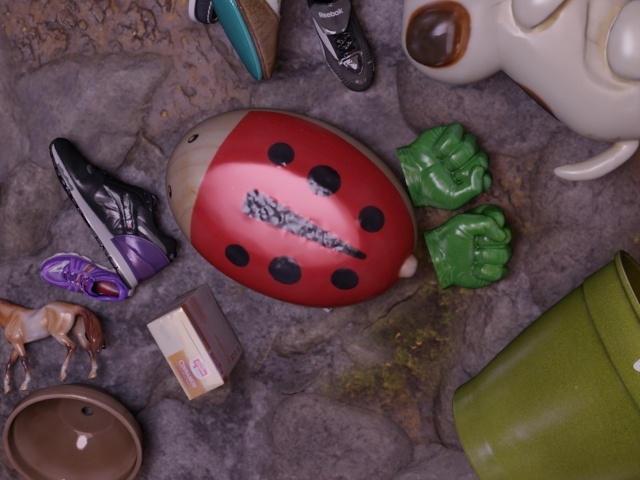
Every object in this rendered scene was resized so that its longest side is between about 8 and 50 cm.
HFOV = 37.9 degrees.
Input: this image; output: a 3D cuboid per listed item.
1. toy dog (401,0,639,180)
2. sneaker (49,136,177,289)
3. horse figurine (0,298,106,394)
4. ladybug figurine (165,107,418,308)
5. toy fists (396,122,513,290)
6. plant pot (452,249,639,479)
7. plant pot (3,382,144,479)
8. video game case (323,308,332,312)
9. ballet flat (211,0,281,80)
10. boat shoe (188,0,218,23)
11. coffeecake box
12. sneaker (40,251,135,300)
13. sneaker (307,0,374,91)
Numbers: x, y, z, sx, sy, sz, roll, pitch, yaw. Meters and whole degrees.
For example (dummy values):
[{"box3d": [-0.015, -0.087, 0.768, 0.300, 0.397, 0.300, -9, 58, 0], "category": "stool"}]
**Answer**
[{"box3d": [0.325, -0.317, 1.412, 0.408, 0.284, 0.395, 14, 119, 4], "category": "toy dog"}, {"box3d": [-0.350, -0.065, 1.594, 0.124, 0.107, 0.283, -32, 93, -13], "category": "sneaker"}, {"box3d": [-0.485, 0.170, 1.638, 0.263, 0.066, 0.174, -12, 79, 16], "category": "horse figurine"}, {"box3d": [-0.050, -0.047, 1.498, 0.449, 0.162, 0.305, 22, 99, 6], "category": "ladybug figurine"}, {"box3d": [0.230, -0.053, 1.529, 0.142, 0.096, 0.279, -18, 96, 7], "category": "toy fists"}, {"box3d": [0.412, 0.262, 1.459, 0.353, 0.366, 0.366, -33, 95, 21], "category": "plant pot"}, {"box3d": [-0.421, 0.329, 1.630, 0.237, 0.109, 0.237, 1, 120, 2], "category": "plant pot"}, {"box3d": [0.000, 0.000, 1.595, 0.190, 0.022, 0.173, 42, 101, -3], "category": "video game case"}, {"box3d": [-0.130, -0.409, 1.408, 0.124, 0.116, 0.342, -38, 114, -11], "category": "ballet flat"}, {"box3d": [-0.112, -0.474, 1.479, 0.091, 0.114, 0.302, 27, 102, 6], "category": "boat shoe"}, {"box3d": [-0.204, 0.164, 1.559, 0.068, 0.185, 0.142, -27, 96, 9], "category": "coffeecake box"}, {"box3d": [-0.408, 0.066, 1.620, 0.170, 0.071, 0.068, 12, 101, 4], "category": "sneaker"}, {"box3d": [0.024, -0.348, 1.491, 0.078, 0.106, 0.234, -18, 98, 9], "category": "sneaker"}]
